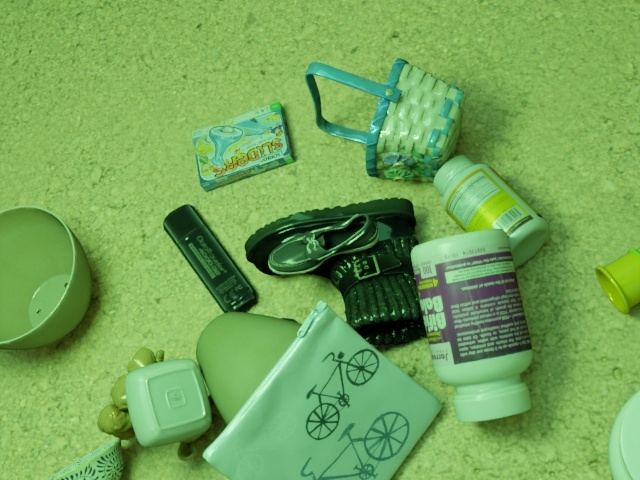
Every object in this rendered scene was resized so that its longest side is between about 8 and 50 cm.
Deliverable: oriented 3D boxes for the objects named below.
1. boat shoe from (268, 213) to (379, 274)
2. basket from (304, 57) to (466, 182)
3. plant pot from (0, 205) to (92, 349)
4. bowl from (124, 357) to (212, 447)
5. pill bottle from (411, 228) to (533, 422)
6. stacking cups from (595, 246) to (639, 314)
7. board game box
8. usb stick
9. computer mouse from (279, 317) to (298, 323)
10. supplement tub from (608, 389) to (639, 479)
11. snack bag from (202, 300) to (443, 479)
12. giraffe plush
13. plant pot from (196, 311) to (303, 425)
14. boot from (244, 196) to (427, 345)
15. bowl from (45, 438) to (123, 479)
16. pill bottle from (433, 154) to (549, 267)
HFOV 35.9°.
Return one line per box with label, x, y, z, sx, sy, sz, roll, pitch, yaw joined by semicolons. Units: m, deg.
boat shoe;0.000;0.000;1.740;0.206;0.065;0.075;-18;60;4
basket;0.117;-0.229;1.849;0.288;0.255;0.201;22;77;14
plant pot;-0.567;0.098;1.964;0.284;0.191;0.284;-7;65;15
bowl;-0.256;0.274;1.698;0.142;0.053;0.142;-11;78;-28
pill bottle;0.258;0.142;1.647;0.169;0.169;0.302;-13;84;13
stacking cups;0.621;0.001;1.668;0.316;0.096;0.096;-33;60;0
board game box;-0.161;-0.194;2.050;0.201;0.035;0.136;-19;62;10
usb stick;-0.222;0.036;1.961;0.077;0.045;0.278;-35;60;-7
computer mouse;-0.003;0.195;1.824;0.242;0.041;0.071;17;89;30
supplement tub;0.533;0.323;1.418;0.228;0.316;0.229;-7;64;15
snack bag;0.006;0.312;1.610;0.323;0.342;0.037;-52;31;-7
giraffe plush;-0.276;0.307;1.793;0.170;0.210;0.182;28;93;10
plant pot;-0.093;0.237;1.733;0.256;0.256;0.274;-51;43;-8
boot;0.033;0.074;1.807;0.347;0.131;0.260;-13;63;12
bowl;-0.420;0.437;1.797;0.170;0.170;0.080;-30;89;4
pill bottle;0.302;-0.057;1.784;0.117;0.117;0.215;-39;60;-2
